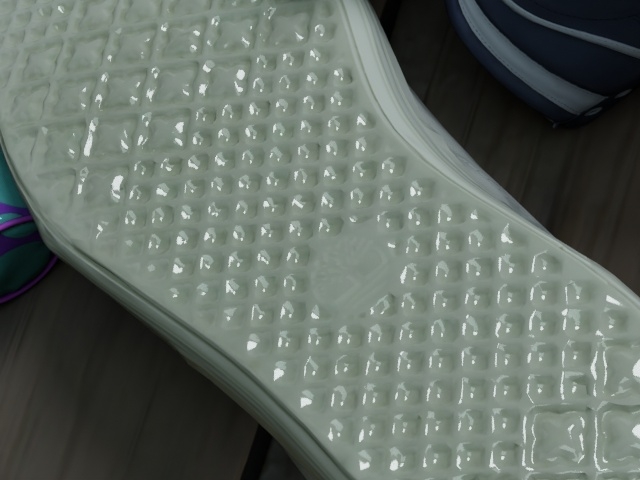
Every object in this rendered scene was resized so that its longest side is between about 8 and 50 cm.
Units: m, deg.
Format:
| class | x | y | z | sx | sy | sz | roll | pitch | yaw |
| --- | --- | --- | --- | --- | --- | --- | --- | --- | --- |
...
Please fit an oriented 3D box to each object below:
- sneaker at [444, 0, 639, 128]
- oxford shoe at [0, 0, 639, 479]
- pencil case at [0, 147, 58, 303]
| class | x | y | z | sx | sy | sz | roll | pitch | yaw |
| --- | --- | --- | --- | --- | --- | --- | --- | --- | --- |
| sneaker | 0.190 | -0.108 | 0.734 | 0.282 | 0.153 | 0.099 | 7 | 67 | -21 |
| oxford shoe | 0.000 | 0.000 | 0.707 | 0.169 | 0.130 | 0.449 | -42 | 56 | -3 |
| pencil case | -0.177 | -0.042 | 0.772 | 0.070 | 0.064 | 0.152 | -31 | 68 | -20 |
